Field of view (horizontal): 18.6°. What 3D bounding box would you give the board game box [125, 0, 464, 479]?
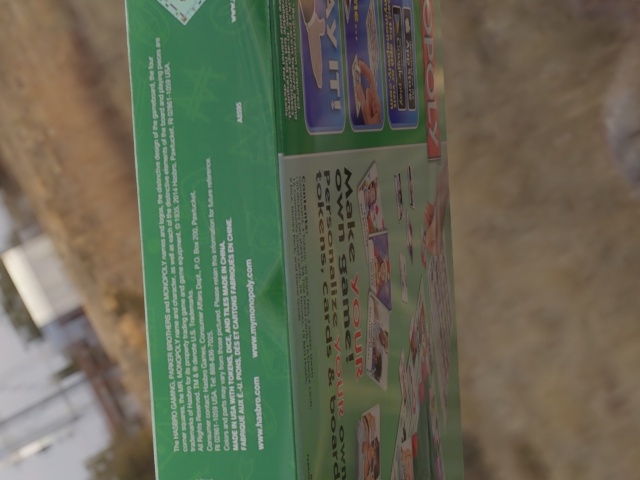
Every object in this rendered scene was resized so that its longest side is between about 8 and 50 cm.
[{"bbox_3d":[0.000,0.000,0.631,0.213,0.046,0.317,-13,-80,-74],"label":"board game box"}]
